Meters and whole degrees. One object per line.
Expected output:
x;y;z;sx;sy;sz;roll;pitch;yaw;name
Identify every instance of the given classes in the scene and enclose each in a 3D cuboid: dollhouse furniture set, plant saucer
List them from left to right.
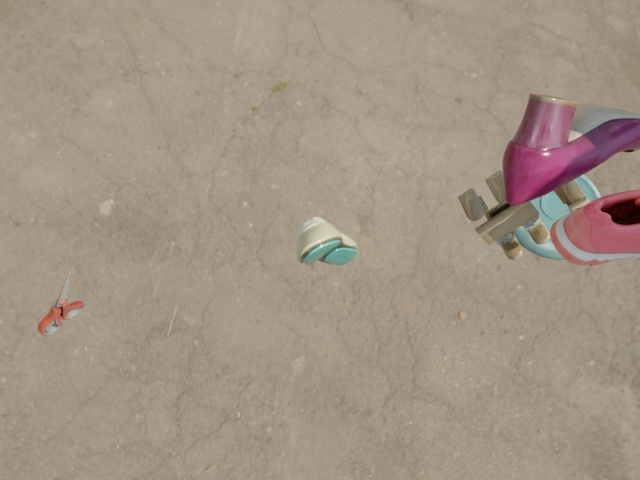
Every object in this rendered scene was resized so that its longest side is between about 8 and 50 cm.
0.489;-0.056;1.297;0.212;0.242;0.160;36;29;-38;dollhouse furniture set
0.697;-0.099;1.657;0.318;0.043;0.317;0;72;-1;plant saucer

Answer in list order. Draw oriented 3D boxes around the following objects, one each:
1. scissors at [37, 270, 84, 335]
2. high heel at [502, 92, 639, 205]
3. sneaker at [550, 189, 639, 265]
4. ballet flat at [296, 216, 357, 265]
-0.538;0.136;1.139;0.109;0.297;0.021;-37;87;-27;scissors
0.467;-0.151;0.998;0.378;0.181;0.127;1;22;-29;high heel
0.553;-0.025;0.919;0.314;0.136;0.115;-5;64;-9;sneaker
0.000;0.000;0.990;0.086;0.248;0.086;-2;83;14;ballet flat
